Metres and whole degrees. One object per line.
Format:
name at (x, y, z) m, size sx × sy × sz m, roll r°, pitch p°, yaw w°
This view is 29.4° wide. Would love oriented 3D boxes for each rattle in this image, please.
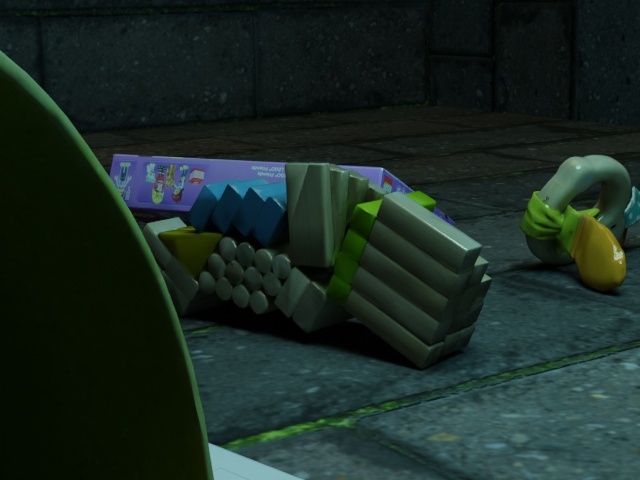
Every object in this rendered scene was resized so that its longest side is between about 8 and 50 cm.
rattle at (0.306, -0.003, 1.228) m, size 0.142 × 0.130 × 0.199 m, roll 25°, pitch 0°, yaw 43°

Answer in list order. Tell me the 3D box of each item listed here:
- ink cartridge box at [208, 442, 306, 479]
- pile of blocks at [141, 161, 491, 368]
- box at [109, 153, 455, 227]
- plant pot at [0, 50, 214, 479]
ink cartridge box at (-0.097, 0.145, 0.535) m, size 0.311 × 0.065 × 0.185 m, roll 14°, pitch 19°, yaw 43°
pile of blocks at (0.000, 0.000, 1.027) m, size 0.362 × 0.149 × 0.112 m, roll 8°, pitch 14°, yaw 38°
box at (-0.037, -0.027, 1.212) m, size 0.293 × 0.057 × 0.201 m, roll 5°, pitch -10°, yaw 26°
plant pot at (-0.216, 0.096, 0.303) m, size 0.293 × 0.275 × 0.275 m, roll -7°, pitch 9°, yaw 21°
